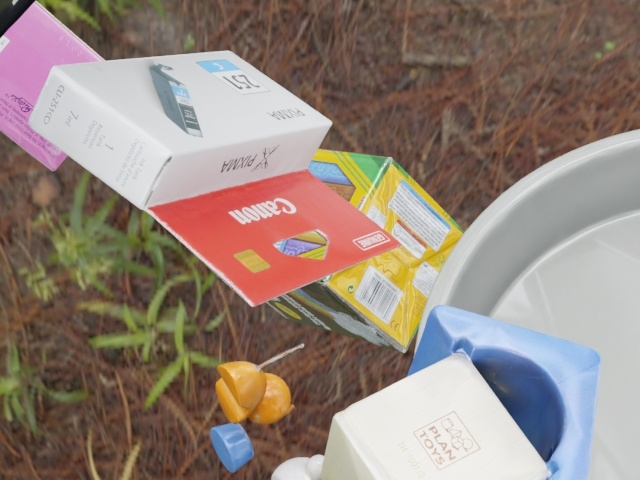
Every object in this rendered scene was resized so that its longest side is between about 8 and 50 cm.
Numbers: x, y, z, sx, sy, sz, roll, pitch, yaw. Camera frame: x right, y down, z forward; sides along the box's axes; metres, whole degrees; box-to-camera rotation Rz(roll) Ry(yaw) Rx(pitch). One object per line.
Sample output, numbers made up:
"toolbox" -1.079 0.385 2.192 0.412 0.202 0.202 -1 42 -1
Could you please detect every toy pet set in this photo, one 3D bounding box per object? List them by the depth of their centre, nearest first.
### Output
"toy pet set" 0.030 0.064 0.392 0.065 0.114 0.122 -24 62 -21

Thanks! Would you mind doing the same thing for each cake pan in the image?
"cake pan" 0.193 0.072 0.713 0.293 0.054 0.293 -5 56 7

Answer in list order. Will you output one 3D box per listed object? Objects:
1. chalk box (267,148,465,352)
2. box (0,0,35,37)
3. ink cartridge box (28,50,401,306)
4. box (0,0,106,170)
"chalk box" 0.000 0.000 1.844 0.289 0.180 0.179 13 69 47
"box" -0.199 -0.288 0.703 0.318 0.097 0.395 41 82 4
"ink cartridge box" -0.072 -0.070 1.316 0.261 0.296 0.066 37 114 17
"box" -0.337 -0.205 1.434 0.117 0.243 0.213 -50 126 -2
